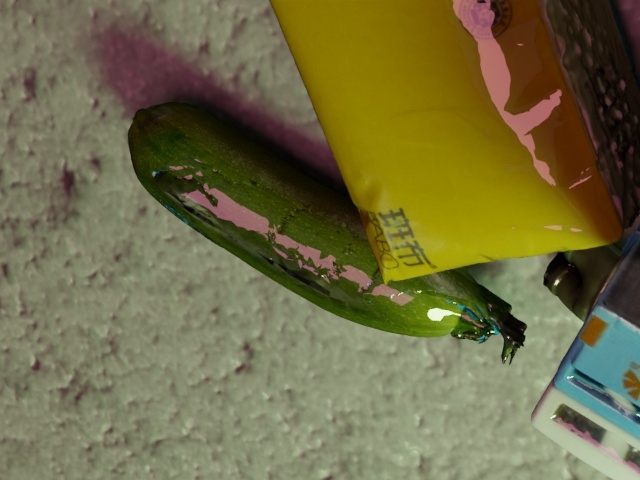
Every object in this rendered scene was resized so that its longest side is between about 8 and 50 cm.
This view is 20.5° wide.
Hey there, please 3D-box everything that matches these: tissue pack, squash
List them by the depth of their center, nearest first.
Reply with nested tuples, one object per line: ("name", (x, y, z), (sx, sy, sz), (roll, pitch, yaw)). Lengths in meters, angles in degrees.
("tissue pack", (0.087, -0.119, 1.134), (0.192, 0.134, 0.271), (-13, 108, 33))
("squash", (0.000, -0.001, 1.275), (0.331, 0.087, 0.087), (28, 125, 11))

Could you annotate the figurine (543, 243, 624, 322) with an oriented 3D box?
("figurine", (0.241, 0.060, 1.185), (0.196, 0.108, 0.114), (36, 118, 28))

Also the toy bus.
("toy bus", (0.231, 0.010, 1.032), (0.106, 0.297, 0.131), (32, 132, 10))
